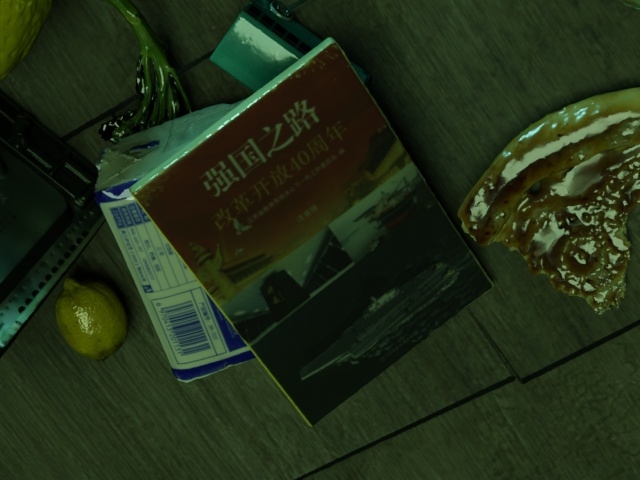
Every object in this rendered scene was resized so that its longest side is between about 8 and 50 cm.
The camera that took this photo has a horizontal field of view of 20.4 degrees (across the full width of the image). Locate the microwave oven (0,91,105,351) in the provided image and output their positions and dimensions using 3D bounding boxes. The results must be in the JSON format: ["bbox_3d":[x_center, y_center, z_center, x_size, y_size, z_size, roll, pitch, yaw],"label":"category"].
[{"bbox_3d":[-0.445,0.050,1.958,0.247,0.394,0.333,37,117,-5],"label":"microwave oven"}]

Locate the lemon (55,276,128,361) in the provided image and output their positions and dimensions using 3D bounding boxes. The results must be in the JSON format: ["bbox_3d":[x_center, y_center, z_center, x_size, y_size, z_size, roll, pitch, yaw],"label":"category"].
[{"bbox_3d":[-0.272,0.088,2.111,0.082,0.082,0.111,-15,109,19],"label":"lemon"}]

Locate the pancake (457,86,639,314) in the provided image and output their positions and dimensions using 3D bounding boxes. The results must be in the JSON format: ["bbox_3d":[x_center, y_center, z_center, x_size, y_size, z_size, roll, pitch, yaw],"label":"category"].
[{"bbox_3d":[0.286,-0.027,1.935,0.266,0.057,0.244,-21,108,20],"label":"pancake"}]

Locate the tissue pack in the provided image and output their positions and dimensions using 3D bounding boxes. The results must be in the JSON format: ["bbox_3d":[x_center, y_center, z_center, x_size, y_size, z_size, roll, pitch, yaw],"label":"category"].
[{"bbox_3d":[-0.113,-0.003,1.972,0.209,0.137,0.270,-21,120,1],"label":"tissue pack"}]

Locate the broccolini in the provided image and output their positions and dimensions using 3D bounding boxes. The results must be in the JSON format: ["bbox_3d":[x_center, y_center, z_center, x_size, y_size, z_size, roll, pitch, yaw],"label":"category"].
[{"bbox_3d":[-0.226,-0.195,1.968,0.123,0.062,0.271,-28,117,9],"label":"broccolini"}]

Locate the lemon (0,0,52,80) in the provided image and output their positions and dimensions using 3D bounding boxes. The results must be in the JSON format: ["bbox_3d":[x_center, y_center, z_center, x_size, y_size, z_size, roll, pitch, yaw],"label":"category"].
[{"bbox_3d":[-0.429,-0.301,1.855,0.336,0.336,0.336,5,115,11],"label":"lemon"}]

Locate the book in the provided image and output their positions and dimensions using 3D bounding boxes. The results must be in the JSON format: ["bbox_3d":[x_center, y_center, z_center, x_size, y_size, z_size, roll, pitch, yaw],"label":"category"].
[{"bbox_3d":[0.000,0.000,1.910,0.262,0.028,0.374,-37,122,-3],"label":"book"}]

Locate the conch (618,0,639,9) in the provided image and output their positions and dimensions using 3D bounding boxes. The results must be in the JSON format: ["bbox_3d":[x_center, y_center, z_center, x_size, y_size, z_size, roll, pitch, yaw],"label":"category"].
[{"bbox_3d":[0.337,-0.296,1.780,0.173,0.106,0.116,-41,80,40],"label":"conch"}]

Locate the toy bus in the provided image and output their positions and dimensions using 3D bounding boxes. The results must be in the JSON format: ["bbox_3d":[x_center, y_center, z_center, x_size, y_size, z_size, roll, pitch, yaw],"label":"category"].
[{"bbox_3d":[-0.032,-0.184,1.922,0.160,0.092,0.079,36,118,-4],"label":"toy bus"}]
